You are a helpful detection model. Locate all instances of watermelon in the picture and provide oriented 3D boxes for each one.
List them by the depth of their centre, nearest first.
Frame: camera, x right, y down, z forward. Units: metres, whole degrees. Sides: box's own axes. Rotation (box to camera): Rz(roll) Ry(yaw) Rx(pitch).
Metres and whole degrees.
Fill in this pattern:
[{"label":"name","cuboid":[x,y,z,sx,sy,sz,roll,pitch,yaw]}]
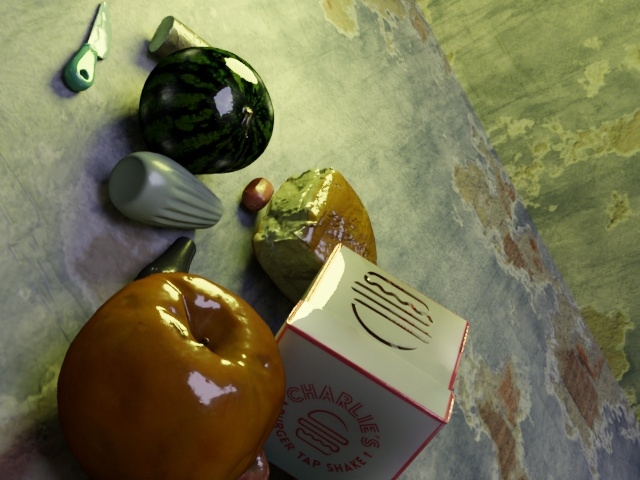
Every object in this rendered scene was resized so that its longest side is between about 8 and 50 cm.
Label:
[{"label":"watermelon","cuboid":[-0.219,-0.247,1.598,0.269,0.269,0.269,33,45,-40]}]

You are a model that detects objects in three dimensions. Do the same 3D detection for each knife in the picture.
[{"label":"knife","cuboid":[-0.428,-0.370,1.576,0.063,0.034,0.260,47,33,-33]}]

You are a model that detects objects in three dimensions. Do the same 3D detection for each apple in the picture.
[{"label":"apple","cuboid":[-0.151,0.387,1.411,0.126,0.102,0.126,41,35,-38]}]

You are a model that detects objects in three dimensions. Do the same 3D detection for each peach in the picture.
[{"label":"peach","cuboid":[-0.225,0.230,1.230,0.342,0.302,0.343,29,30,-19]}]

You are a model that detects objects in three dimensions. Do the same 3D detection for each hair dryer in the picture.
[{"label":"hair dryer","cuboid":[-0.238,0.142,1.500,0.235,0.091,0.272,-72,141,-60]}]

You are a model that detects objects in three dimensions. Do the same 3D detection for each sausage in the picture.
[{"label":"sausage","cuboid":[-0.134,-0.099,1.790,0.054,0.059,0.094,65,26,-23]}]

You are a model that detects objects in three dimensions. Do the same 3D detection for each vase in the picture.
[{"label":"vase","cuboid":[-0.274,-0.079,1.526,0.248,0.128,0.128,23,51,-59]}]

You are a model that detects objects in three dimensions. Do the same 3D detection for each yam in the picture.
[{"label":"yam","cuboid":[-0.250,-0.378,1.777,0.259,0.093,0.093,31,46,-42]}]

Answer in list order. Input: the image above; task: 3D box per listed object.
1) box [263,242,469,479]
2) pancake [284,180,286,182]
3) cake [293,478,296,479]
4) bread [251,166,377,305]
[{"label":"box","cuboid":[0.053,0.249,1.516,0.314,0.312,0.300,32,33,0]},{"label":"pancake","cuboid":[-0.010,-0.065,1.976,0.212,0.029,0.235,61,34,-9]},{"label":"cake","cuboid":[-0.002,0.491,1.570,0.117,0.086,0.220,45,37,-25]},{"label":"bread","cuboid":[0.000,0.000,1.753,0.250,0.225,0.279,49,44,-23]}]
